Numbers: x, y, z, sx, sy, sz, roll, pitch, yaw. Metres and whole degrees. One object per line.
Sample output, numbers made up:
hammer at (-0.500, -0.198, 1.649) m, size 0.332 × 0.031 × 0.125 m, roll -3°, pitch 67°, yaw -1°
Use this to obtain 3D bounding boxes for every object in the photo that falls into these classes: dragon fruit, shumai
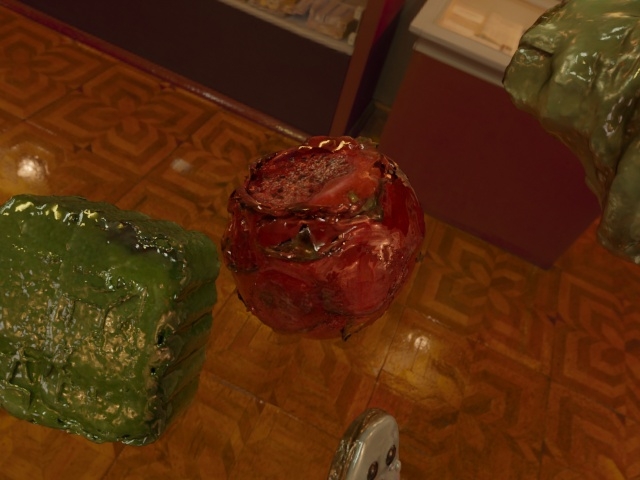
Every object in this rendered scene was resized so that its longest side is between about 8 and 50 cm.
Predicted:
dragon fruit at (0.000, 0.000, 0.719) m, size 0.295 × 0.302 × 0.296 m, roll 7°, pitch 48°, yaw -7°
shumai at (0.427, -0.198, 0.662) m, size 0.323 × 0.397 × 0.324 m, roll 42°, pitch 8°, yaw 38°

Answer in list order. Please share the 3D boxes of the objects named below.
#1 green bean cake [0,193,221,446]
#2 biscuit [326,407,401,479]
green bean cake at (-0.209, 0.071, 0.470) m, size 0.200 × 0.214 × 0.113 m, roll 16°, pitch 9°, yaw 4°
biscuit at (0.076, 0.367, 0.762) m, size 0.049 × 0.208 × 0.181 m, roll 14°, pitch 26°, yaw 35°
